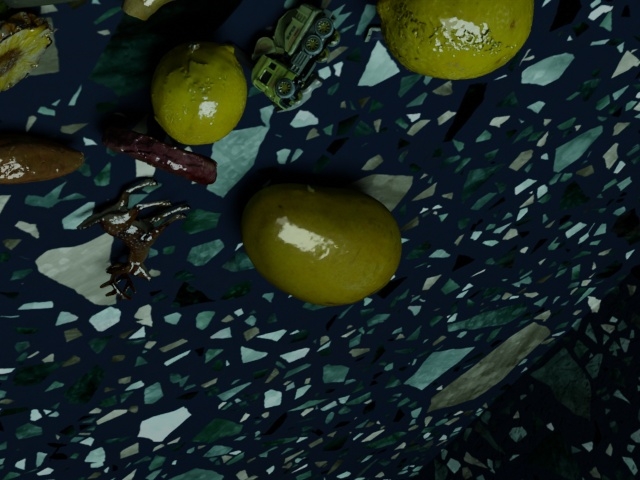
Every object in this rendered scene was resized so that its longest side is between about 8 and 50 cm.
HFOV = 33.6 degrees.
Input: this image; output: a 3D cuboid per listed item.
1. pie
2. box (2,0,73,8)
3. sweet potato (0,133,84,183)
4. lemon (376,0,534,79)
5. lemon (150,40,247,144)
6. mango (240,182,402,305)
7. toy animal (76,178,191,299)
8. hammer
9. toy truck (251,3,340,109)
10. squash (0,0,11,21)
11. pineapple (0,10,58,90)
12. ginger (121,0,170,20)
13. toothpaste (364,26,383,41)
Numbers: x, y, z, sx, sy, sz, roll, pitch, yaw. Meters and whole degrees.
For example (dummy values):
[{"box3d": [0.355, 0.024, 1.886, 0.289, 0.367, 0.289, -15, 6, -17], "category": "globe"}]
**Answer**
[{"box3d": [-0.289, -0.157, 1.947, 0.218, 0.204, 0.054, 21, 89, -63], "category": "pie"}, {"box3d": [-0.391, -0.448, 1.396, 0.220, 0.166, 0.290, -4, 154, 19], "category": "box"}, {"box3d": [-0.536, -0.137, 1.858, 0.251, 0.097, 0.097, -1, 139, -34], "category": "sweet potato"}, {"box3d": [0.249, -0.417, 1.900, 0.310, 0.258, 0.258, -11, 145, -25], "category": "lemon"}, {"box3d": [-0.215, -0.254, 1.859, 0.173, 0.173, 0.206, -4, 136, -34], "category": "lemon"}, {"box3d": [0.000, 0.000, 2.352, 0.301, 0.221, 0.445, -37, 144, 18], "category": "mango"}, {"box3d": [-0.392, -0.007, 2.191, 0.260, 0.087, 0.243, -33, 135, 11], "category": "toy animal"}, {"box3d": [-0.105, -0.312, 2.001, 0.103, 0.029, 0.246, -42, 144, 20], "category": "hammer"}, {"box3d": [-0.053, -0.342, 1.908, 0.191, 0.116, 0.085, -57, 167, 5], "category": "toy truck"}, {"box3d": [-0.590, -0.300, 1.606, 0.318, 0.080, 0.071, -23, -173, -5], "category": "squash"}, {"box3d": [-0.504, -0.282, 1.638, 0.221, 0.047, 0.221, -41, 179, -1], "category": "pineapple"}, {"box3d": [-0.185, -0.434, 1.725, 0.298, 0.065, 0.118, -24, 135, -8], "category": "ginger"}, {"box3d": [0.151, -0.408, 2.064, 0.140, 0.021, 0.037, -11, 145, -23], "category": "toothpaste"}]
